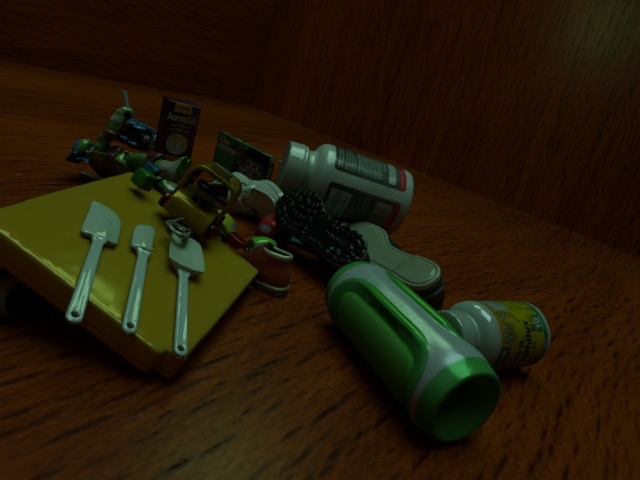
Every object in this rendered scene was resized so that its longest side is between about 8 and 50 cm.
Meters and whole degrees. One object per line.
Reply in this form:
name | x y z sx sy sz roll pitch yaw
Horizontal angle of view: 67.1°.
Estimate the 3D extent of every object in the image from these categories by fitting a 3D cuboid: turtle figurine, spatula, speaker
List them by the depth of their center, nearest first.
spatula | -0.224 0.040 0.612 0.168 0.019 0.242 29 22 -29
speaker | 0.116 0.142 0.701 0.131 0.131 0.296 7 21 -29
turtle figurine | -0.419 -0.214 1.146 0.267 0.197 0.274 25 25 6

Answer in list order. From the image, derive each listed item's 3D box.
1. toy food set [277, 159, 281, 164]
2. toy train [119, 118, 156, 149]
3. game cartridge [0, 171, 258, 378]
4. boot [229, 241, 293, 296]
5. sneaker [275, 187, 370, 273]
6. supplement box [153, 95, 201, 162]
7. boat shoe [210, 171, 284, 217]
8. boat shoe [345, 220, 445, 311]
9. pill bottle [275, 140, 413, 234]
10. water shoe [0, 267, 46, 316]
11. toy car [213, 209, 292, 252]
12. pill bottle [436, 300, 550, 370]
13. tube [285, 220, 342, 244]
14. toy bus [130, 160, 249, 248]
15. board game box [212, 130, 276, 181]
toy food set | -0.047 -0.186 1.620 0.218 0.071 0.128 21 -5 6
toy train | -0.602 -0.354 1.579 0.184 0.080 0.105 27 15 28
game cartridge | -0.255 0.027 0.691 0.285 0.052 0.323 38 20 -2
boot | -0.120 0.033 0.879 0.158 0.084 0.059 22 20 18
sneaker | 0.000 0.000 1.039 0.107 0.124 0.283 -35 50 -11
supplement box | -0.445 -0.339 1.493 0.104 0.188 0.081 7 22 -29
boat shoe | -0.187 -0.103 1.203 0.096 0.098 0.277 -21 27 -35
boat shoe | 0.145 0.057 1.068 0.112 0.095 0.335 -30 33 -16
pill bottle | 0.056 -0.138 1.213 0.319 0.176 0.176 17 18 -14
water shoe | -0.377 0.035 0.659 0.080 0.072 0.203 15 16 7
toy car | -0.136 -0.007 1.011 0.239 0.053 0.225 4 24 -27
pill bottle | 0.278 0.159 0.812 0.209 0.117 0.117 5 22 -33
tube | -0.005 -0.023 1.203 0.080 0.052 0.207 9 19 22
toy bus | -0.191 -0.079 0.810 0.202 0.104 0.191 43 9 33
board game box | -0.236 -0.224 1.434 0.030 0.136 0.260 -5 29 -46
